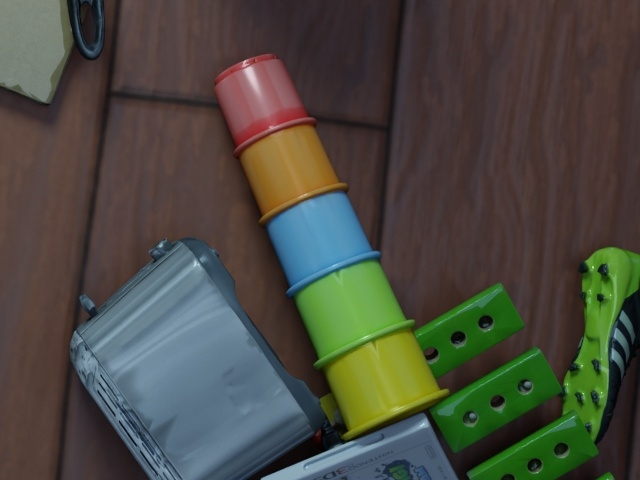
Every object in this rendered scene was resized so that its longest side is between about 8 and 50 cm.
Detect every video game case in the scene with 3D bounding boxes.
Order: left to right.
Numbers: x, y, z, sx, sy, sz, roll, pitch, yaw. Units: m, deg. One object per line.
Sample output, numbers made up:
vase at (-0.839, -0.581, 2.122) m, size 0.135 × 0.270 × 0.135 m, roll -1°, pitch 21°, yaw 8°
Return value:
video game case at (0.042, 0.213, 1.605) m, size 0.143 × 0.019 × 0.157 m, roll -23°, pitch 138°, yaw 4°

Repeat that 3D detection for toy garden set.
toy garden set at (0.121, 0.182, 1.681) m, size 0.204 × 0.049 × 0.244 m, roll -30°, pitch 107°, yaw 1°

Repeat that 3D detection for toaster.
toaster at (-0.100, 0.118, 1.587) m, size 0.146 × 0.129 × 0.227 m, roll -35°, pitch 99°, yaw -6°

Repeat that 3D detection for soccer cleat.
soccer cleat at (0.253, 0.095, 1.713) m, size 0.072 × 0.060 × 0.179 m, roll 4°, pitch 96°, yaw -36°

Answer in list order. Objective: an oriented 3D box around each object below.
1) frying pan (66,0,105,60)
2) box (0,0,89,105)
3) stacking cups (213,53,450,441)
frying pan at (-0.223, -0.327, 1.559) m, size 0.197 × 0.053 × 0.326 m, roll 17°, pitch 78°, yaw -13°
box at (-0.258, -0.231, 1.585) m, size 0.164 × 0.021 × 0.201 m, roll 22°, pitch 87°, yaw -14°
stacking cups at (0.000, 0.000, 1.588) m, size 0.096 × 0.096 × 0.316 m, roll -22°, pitch 83°, yaw -12°
